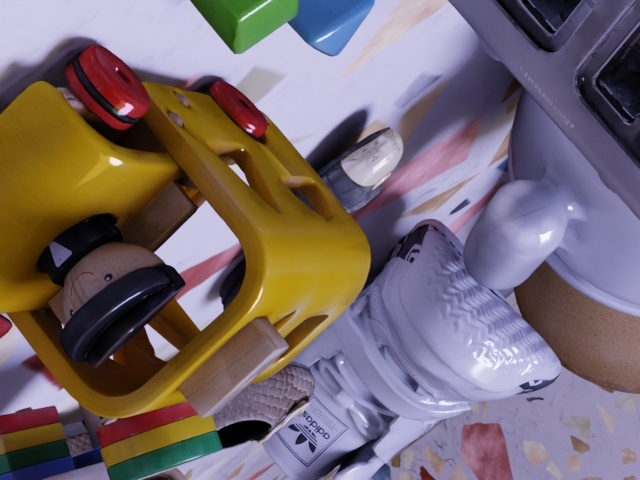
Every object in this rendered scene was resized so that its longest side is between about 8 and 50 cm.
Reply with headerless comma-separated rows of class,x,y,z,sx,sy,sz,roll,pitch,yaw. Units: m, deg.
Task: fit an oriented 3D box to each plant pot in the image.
plant pot,0.261,-0.029,1.063,0.237,0.237,0.254,-39,153,-6

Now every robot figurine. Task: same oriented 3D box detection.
robot figurine,0.215,-0.068,0.755,0.300,0.200,0.353,-28,166,-6

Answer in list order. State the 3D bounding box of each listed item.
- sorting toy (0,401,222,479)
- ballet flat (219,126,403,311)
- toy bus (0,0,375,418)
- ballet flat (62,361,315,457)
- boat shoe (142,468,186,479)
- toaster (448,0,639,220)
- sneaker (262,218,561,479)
sorting toy,-0.151,0.109,0.603,0.274,0.046,0.132,-22,172,20
ballet flat,0.000,0.000,0.714,0.057,0.049,0.173,-29,163,-45
toy bus,-0.056,0.008,0.452,0.202,0.104,0.191,-34,166,-29
ballet flat,-0.091,0.126,0.793,0.250,0.058,0.084,-12,154,-48
boat shoe,-0.214,0.258,0.866,0.341,0.121,0.110,-42,168,-46
toaster,0.147,-0.107,0.492,0.110,0.168,0.185,-29,165,-36
sneaker,0.044,0.102,0.944,0.210,0.137,0.366,-41,177,1
